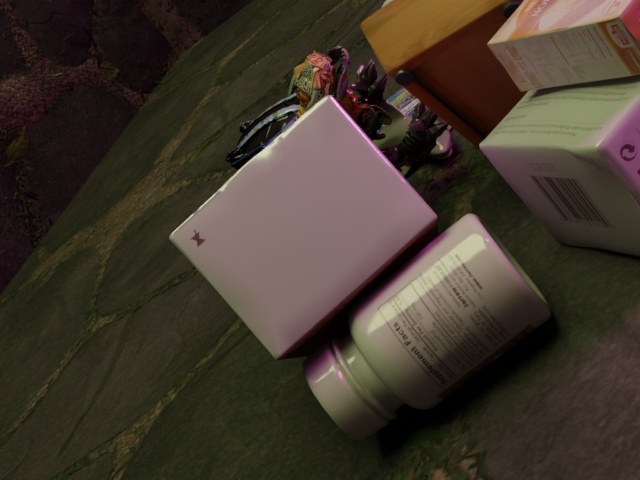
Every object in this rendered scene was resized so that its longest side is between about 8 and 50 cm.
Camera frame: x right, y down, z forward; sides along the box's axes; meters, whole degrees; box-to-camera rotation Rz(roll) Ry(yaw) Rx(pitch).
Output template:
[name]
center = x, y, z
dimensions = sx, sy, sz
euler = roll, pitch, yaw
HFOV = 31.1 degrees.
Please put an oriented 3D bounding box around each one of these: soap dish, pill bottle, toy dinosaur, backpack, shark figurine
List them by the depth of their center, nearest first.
[pill bottle]
center = 0.101, 0.091, 1.137
dimensions = 0.229, 0.131, 0.131
euler = -39, 19, 10
[soap dish]
center = 0.224, -0.210, 1.341
dimensions = 0.229, 0.291, 0.118
euler = -28, 44, 36
[toy dinosaur]
center = 0.025, -0.129, 1.530
dimensions = 0.218, 0.164, 0.322
euler = -33, -16, -26
[shark figurine]
center = 0.088, -0.150, 1.713
dimensions = 0.278, 0.116, 0.166
euler = -23, 26, 40
[backpack]
center = -0.066, -0.183, 2.073
dimensions = 0.173, 0.117, 0.158
euler = -34, 21, 26

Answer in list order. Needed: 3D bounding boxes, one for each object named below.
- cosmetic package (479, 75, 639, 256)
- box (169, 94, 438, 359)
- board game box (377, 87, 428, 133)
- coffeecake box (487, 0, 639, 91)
[cosmetic package]
center = 0.369, -0.173, 1.144
dimensions = 0.385, 0.156, 0.217
euler = -45, 19, -11
[box]
center = 0.000, 0.000, 1.276
dimensions = 0.215, 0.168, 0.345
euler = -42, -8, 2
[board game box]
center = 0.128, -0.200, 1.853
dimensions = 0.201, 0.035, 0.136
euler = -37, 20, 15
[coffeecake box]
center = 0.271, -0.220, 1.092
dimensions = 0.142, 0.068, 0.185
euler = -49, 23, -19
